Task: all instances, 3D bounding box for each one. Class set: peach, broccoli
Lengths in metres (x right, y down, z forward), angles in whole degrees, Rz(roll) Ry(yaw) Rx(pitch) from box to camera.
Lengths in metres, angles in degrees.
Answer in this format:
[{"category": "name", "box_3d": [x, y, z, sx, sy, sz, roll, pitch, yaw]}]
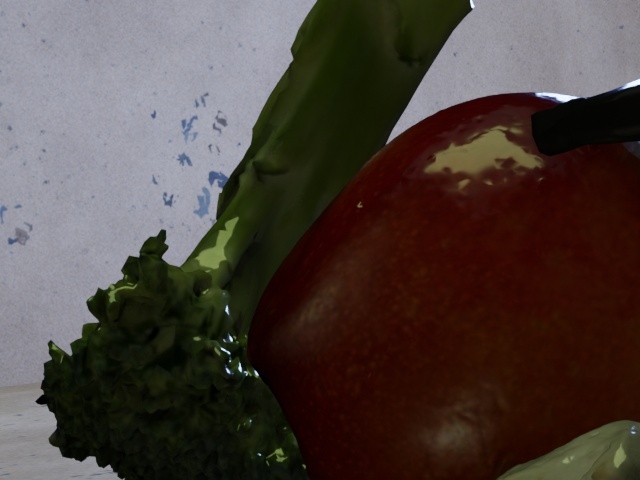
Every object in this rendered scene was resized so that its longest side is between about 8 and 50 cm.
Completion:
[{"category": "peach", "box_3d": [0.095, 0.042, 0.822, 0.274, 0.245, 0.248, -2, 16, -39]}, {"category": "broccoli", "box_3d": [-0.009, 0.012, 1.061, 0.275, 0.397, 0.353, 23, -23, -6]}]

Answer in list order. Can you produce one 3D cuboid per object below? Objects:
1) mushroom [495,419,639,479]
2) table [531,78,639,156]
[{"category": "mushroom", "box_3d": [0.186, 0.123, 0.665, 0.278, 0.096, 0.099, 0, -1, -23]}, {"category": "table", "box_3d": [0.195, 0.039, 0.350, 0.249, 0.317, 0.317, -23, -11, 34]}]
